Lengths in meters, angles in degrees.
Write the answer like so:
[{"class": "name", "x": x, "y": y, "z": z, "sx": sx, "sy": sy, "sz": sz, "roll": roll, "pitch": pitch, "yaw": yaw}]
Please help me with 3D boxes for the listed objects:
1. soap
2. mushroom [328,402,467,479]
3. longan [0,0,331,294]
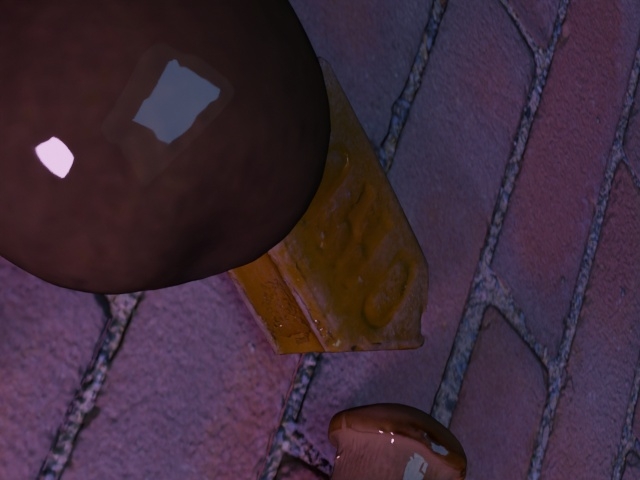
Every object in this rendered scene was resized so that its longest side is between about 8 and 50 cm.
[{"class": "soap", "x": 0.000, "y": 0.000, "z": 0.913, "sx": 0.160, "sy": 0.080, "sz": 0.257, "roll": -54, "pitch": 127, "yaw": -37}, {"class": "mushroom", "x": 0.005, "y": 0.313, "z": 0.860, "sx": 0.154, "sy": 0.137, "sz": 0.407, "roll": 35, "pitch": 59, "yaw": -31}, {"class": "longan", "x": -0.105, "y": -0.079, "z": 0.683, "sx": 0.246, "sy": 0.215, "sz": 0.246, "roll": -2, "pitch": 94, "yaw": -25}]
